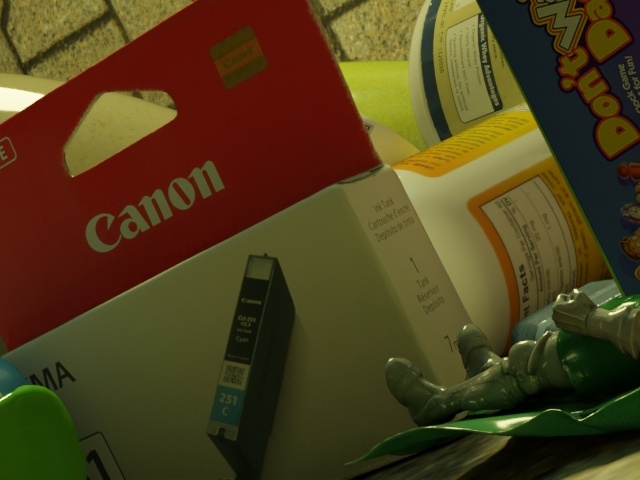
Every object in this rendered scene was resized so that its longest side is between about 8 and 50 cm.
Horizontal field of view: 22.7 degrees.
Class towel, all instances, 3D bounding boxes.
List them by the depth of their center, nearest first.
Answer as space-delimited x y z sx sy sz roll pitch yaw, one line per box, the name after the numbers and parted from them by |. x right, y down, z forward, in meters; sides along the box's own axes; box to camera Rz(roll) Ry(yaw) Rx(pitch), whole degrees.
0.139 0.044 0.812 0.067 0.029 0.119 -26 1 -7 | towel

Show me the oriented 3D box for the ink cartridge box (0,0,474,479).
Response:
-0.086 0.026 0.863 0.296 0.261 0.066 -27 0 31 | ink cartridge box

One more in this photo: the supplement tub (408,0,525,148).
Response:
0.235 -0.139 1.106 0.228 0.228 0.316 -27 5 -33 | supplement tub

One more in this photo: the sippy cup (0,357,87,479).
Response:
-0.251 0.144 0.786 0.305 0.240 0.224 21 17 33 | sippy cup

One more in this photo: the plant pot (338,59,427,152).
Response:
0.160 -0.080 1.685 0.293 0.275 0.275 -10 5 16 | plant pot

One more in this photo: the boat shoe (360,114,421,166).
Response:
0.063 0.005 1.111 0.095 0.258 0.084 18 75 45 | boat shoe

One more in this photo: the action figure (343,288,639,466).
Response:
0.126 0.037 0.609 0.137 0.064 0.232 -22 1 -42 | action figure

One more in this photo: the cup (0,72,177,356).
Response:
-0.120 0.041 1.116 0.236 0.331 0.331 -3 3 6 | cup

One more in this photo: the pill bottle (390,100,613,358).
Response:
0.089 0.007 0.972 0.245 0.136 0.136 -27 0 -36 | pill bottle

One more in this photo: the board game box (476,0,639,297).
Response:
0.221 -0.111 0.795 0.078 0.233 0.347 -26 0 41 | board game box
